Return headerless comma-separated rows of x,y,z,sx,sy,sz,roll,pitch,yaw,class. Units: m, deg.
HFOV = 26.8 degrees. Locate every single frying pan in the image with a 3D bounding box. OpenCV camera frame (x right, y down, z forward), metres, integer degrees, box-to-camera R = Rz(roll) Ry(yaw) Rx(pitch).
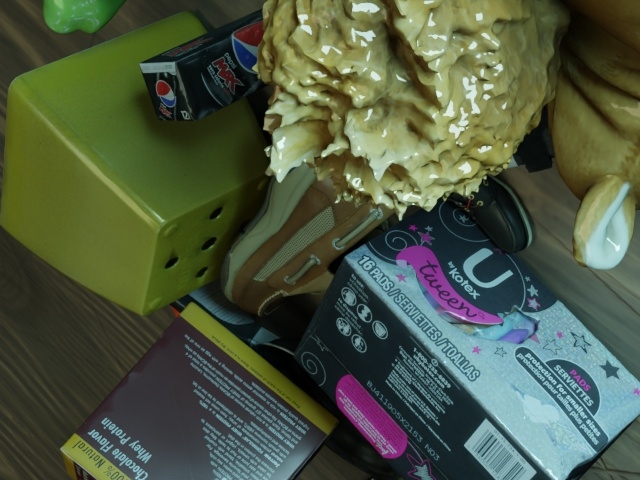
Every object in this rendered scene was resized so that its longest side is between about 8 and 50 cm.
-0.033,0.142,1.395,0.326,0.053,0.197,28,154,37,frying pan

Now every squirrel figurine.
0.154,-0.146,0.712,0.370,0.396,0.281,104,159,-64,squirrel figurine

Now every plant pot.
-0.162,-0.058,1.295,0.187,0.212,0.212,45,143,21,plant pot

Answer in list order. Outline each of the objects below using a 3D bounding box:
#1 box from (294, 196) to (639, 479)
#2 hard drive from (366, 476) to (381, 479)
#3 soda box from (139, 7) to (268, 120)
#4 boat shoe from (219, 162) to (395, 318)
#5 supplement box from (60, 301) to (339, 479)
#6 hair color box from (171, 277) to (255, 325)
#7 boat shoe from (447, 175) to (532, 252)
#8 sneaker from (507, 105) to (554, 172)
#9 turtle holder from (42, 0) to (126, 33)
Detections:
0.125,0.112,1.132,0.247,0.142,0.163,46,142,16,box
0.082,0.318,1.445,0.135,0.022,0.094,54,145,7,hard drive
-0.067,-0.156,1.144,0.060,0.169,0.053,6,120,49,soda box
0.000,0.000,1.224,0.120,0.122,0.324,41,150,6,boat shoe
-0.121,0.206,1.342,0.191,0.194,0.129,38,160,7,supplement box
-0.107,0.105,1.477,0.043,0.072,0.141,-5,111,52,hair color box
0.123,-0.042,1.108,0.133,0.042,0.049,55,143,3,boat shoe
0.138,-0.129,0.948,0.217,0.121,0.079,74,-169,-57,sneaker
-0.171,-0.324,1.091,0.320,0.227,0.243,-14,107,59,turtle holder
